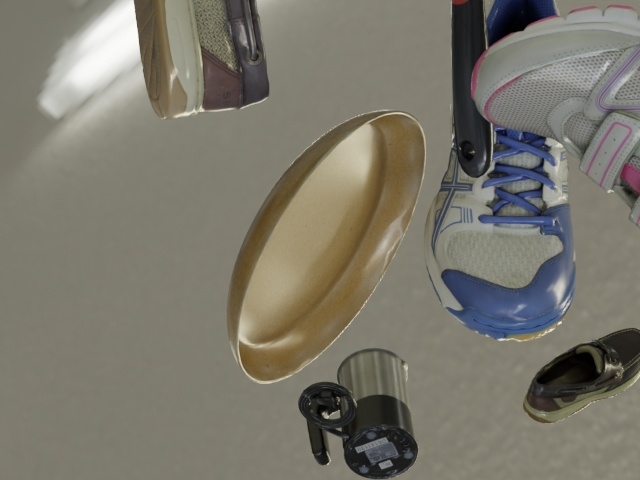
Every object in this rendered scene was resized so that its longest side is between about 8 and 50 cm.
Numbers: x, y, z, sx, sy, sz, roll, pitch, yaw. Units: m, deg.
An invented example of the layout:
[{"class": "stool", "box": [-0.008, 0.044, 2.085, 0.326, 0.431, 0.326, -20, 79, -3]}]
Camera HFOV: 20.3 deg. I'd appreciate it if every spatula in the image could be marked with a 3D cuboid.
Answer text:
[{"class": "spatula", "box": [0.102, -0.189, 1.162, 0.084, 0.030, 0.296, 2, -91, 51]}]

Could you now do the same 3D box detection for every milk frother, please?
[{"class": "milk frother", "box": [0.040, 0.175, 2.015, 0.129, 0.143, 0.134, -6, -142, 0]}]

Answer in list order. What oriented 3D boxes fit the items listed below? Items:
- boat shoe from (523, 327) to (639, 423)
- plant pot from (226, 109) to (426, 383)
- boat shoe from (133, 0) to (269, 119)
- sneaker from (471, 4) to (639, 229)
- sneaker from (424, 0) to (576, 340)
[{"class": "boat shoe", "box": [0.259, 0.122, 1.697, 0.152, 0.049, 0.056, -31, -125, -28]}, {"class": "plant pot", "box": [0.000, 0.000, 1.367, 0.032, 0.236, 0.236, 32, -106, 23]}, {"class": "boat shoe", "box": [-0.085, -0.227, 1.267, 0.103, 0.092, 0.285, 156, -69, -68]}, {"class": "sneaker", "box": [0.208, -0.056, 1.044, 0.103, 0.252, 0.111, 87, 19, -62]}, {"class": "sneaker", "box": [0.133, -0.065, 1.307, 0.112, 0.131, 0.296, 1, -132, 1]}]
